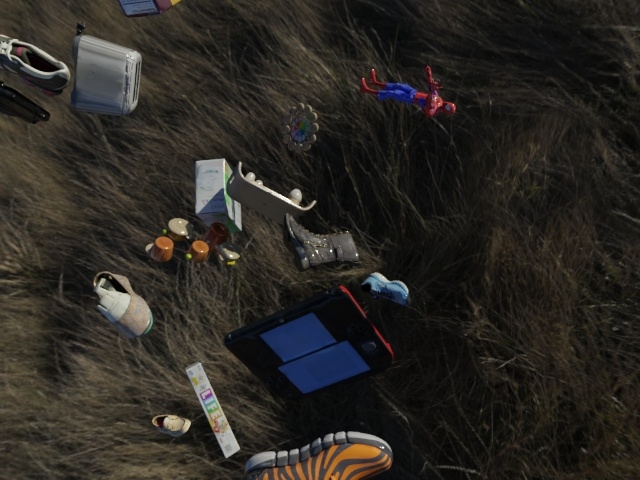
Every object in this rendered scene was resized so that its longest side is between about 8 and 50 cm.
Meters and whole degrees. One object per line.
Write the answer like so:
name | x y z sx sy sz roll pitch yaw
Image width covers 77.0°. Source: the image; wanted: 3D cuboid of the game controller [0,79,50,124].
game controller | -0.910 -0.406 1.147 0.067 0.166 0.319 -70 16 -3

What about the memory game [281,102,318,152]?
memory game | -0.081 -0.427 1.530 0.186 0.012 0.186 6 99 39

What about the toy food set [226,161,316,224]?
toy food set | -0.192 -0.173 1.497 0.219 0.306 0.092 -25 41 63

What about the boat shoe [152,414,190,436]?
boat shoe | -0.533 0.650 1.423 0.170 0.059 0.063 -15 35 30

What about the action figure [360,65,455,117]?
action figure | 0.252 -0.435 1.120 0.280 0.139 0.091 29 60 18

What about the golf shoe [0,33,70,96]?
golf shoe | -0.721 -0.433 0.913 0.120 0.273 0.105 -3 78 49

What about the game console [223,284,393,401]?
game console | -0.023 0.309 1.128 0.386 0.342 0.060 -26 35 16

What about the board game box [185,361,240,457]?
board game box | -0.191 0.288 0.700 0.026 0.103 0.154 -25 85 -23

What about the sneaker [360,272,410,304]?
sneaker | 0.167 0.139 1.053 0.162 0.073 0.063 17 127 54

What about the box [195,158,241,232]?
box | -0.426 -0.176 1.686 0.126 0.262 0.231 -6 73 1

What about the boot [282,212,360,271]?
boot | 0.000 0.000 1.405 0.229 0.091 0.263 -10 57 -22

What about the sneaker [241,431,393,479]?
sneaker | -0.012 0.482 0.743 0.321 0.125 0.180 -24 25 16

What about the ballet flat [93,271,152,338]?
ballet flat | -0.570 0.171 1.120 0.316 0.106 0.107 23 74 46

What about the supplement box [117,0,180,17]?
supplement box | -0.141 -0.226 0.309 0.043 0.083 0.055 11 53 26

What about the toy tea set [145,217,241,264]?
toy tea set | -0.471 0.026 1.488 0.124 0.336 0.200 -56 43 34

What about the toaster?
toaster | -0.569 -0.441 1.075 0.129 0.146 0.227 -117 40 -60
